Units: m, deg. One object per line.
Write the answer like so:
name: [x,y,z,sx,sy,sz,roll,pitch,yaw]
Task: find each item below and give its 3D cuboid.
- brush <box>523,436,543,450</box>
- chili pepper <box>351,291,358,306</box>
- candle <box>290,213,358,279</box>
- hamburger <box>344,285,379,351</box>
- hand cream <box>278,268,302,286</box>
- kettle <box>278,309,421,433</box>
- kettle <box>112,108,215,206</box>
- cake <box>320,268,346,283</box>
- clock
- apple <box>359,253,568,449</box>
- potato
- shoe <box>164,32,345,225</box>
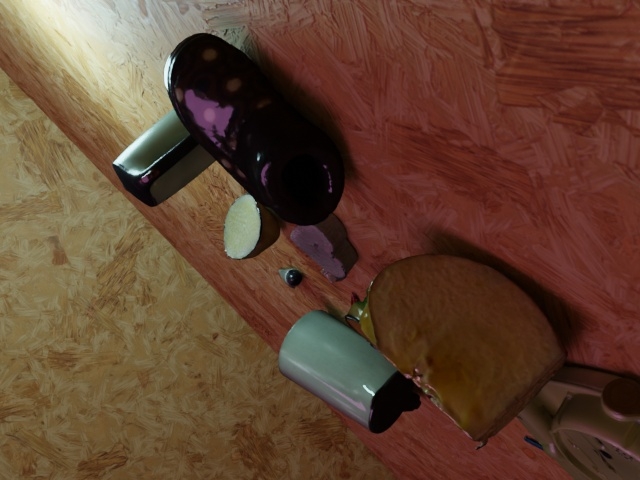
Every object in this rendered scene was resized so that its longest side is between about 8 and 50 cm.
brush: [0.564,0.517,1.393,0.164,0.014,0.051,19,147,52]
chili pepper: [0.108,0.202,1.635,0.045,0.027,0.178,32,155,34]
candle: [0.000,0.000,1.372,0.169,0.068,0.192,23,150,39]
hamburger: [0.179,0.181,1.271,0.237,0.149,0.237,39,170,9]
hand cream: [-0.097,0.122,1.857,0.087,0.054,0.186,50,167,-3]
kettle: [0.110,0.424,1.832,0.377,0.249,0.361,26,175,36]
kettle: [-0.359,-0.209,1.381,0.165,0.255,0.240,53,159,-17]
cake: [0.036,0.085,1.500,0.052,0.065,0.121,43,168,11]
clock: [0.522,0.350,0.974,0.286,0.117,0.348,47,161,-8]
apple: [0.230,0.181,1.010,0.309,0.252,0.314,47,144,29]
potato: [-0.173,-0.028,1.587,0.117,0.182,0.202,13,159,-36]
shoe: [-0.108,-0.190,1.034,0.237,0.171,0.384,29,158,54]
